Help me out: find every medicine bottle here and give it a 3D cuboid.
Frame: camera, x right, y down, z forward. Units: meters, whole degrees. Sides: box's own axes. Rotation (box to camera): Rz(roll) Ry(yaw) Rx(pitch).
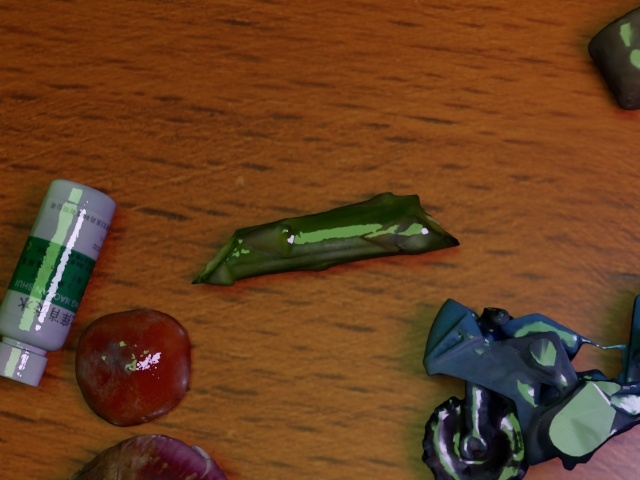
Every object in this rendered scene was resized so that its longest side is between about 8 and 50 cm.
[{"bbox_3d":[-0.346,0.054,1.487,0.095,0.095,0.260,18,81,13],"label":"medicine bottle"}]

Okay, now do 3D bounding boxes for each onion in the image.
[{"bbox_3d":[-0.208,0.336,1.360,0.230,0.163,0.230,0,75,1],"label":"onion"}]

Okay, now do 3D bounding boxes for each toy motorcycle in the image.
[{"bbox_3d":[0.289,0.132,1.327,0.416,0.172,0.232,-24,80,11],"label":"toy motorcycle"}]

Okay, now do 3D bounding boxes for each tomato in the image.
[{"bbox_3d":[-0.241,0.156,1.458,0.155,0.069,0.156,-2,77,9],"label":"tomato"}]

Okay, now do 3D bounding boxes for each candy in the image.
[{"bbox_3d":[0.455,-0.256,1.436,0.234,0.102,0.104,-26,73,-1],"label":"candy"}]

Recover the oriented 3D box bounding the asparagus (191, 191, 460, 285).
[{"bbox_3d":[0.000,0.001,1.458,0.343,0.082,0.085,-8,111,8],"label":"asparagus"}]
